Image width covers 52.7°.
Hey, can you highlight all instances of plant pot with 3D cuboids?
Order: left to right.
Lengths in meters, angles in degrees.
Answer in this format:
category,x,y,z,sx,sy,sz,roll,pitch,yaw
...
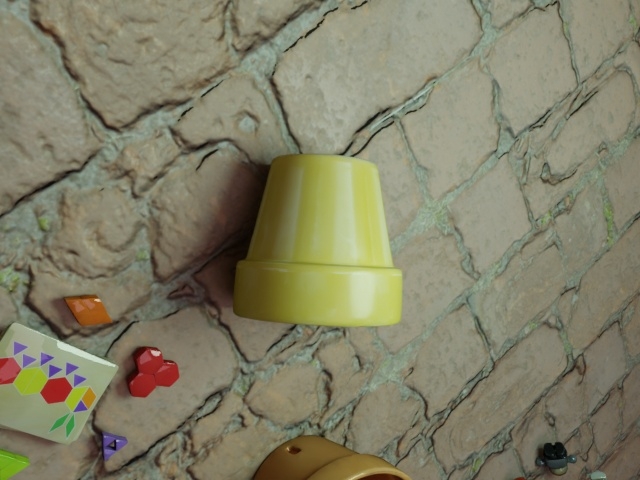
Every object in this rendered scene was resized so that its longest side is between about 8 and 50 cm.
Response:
category,x,y,z,sx,sy,sz,roll,pitch,yaw
plant pot,0.000,0.000,0.982,0.254,0.254,0.239,5,86,-35
plant pot,0.006,0.485,1.152,0.290,0.203,0.291,-11,112,-30

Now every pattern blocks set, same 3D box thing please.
category,x,y,z,sx,sy,sz,roll,pitch,yaw
pattern blocks set,-0.386,0.204,0.903,0.285,0.026,0.325,-52,126,-10

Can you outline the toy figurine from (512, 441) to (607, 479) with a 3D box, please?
category,x,y,z,sx,sy,sz,roll,pitch,yaw
toy figurine,0.603,0.636,1.607,0.209,0.213,0.148,-43,134,-18
